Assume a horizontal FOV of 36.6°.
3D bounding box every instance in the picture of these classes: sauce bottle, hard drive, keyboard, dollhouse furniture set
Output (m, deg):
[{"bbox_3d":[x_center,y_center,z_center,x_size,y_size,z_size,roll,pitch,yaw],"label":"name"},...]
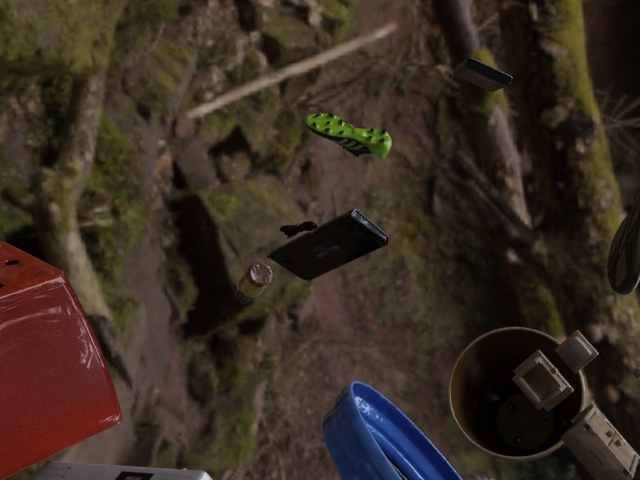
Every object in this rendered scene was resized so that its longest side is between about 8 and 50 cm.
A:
[{"bbox_3d":[-0.111,0.072,1.554,0.128,0.042,0.042,131,-49,-62],"label":"sauce bottle"},{"bbox_3d":[0.320,-0.327,1.923,0.135,0.094,0.022,-135,-111,-86],"label":"hard drive"},{"bbox_3d":[0.000,0.000,1.363,0.180,0.108,0.023,-27,-140,42],"label":"keyboard"},{"bbox_3d":[0.517,0.194,1.412,0.303,0.355,0.174,50,14,15],"label":"dollhouse furniture set"}]

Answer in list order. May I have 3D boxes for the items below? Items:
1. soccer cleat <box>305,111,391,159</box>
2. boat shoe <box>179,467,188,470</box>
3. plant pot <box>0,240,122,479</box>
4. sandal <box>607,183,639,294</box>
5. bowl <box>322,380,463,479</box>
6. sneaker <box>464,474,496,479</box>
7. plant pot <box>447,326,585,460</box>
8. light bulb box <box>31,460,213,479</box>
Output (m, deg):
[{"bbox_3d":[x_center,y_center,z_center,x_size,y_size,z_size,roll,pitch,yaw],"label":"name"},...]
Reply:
[{"bbox_3d":[0.053,-0.204,1.934,0.072,0.179,0.060,100,9,-54],"label":"soccer cleat"},{"bbox_3d":[-0.242,0.559,1.857,0.258,0.084,0.095,53,-5,47],"label":"boat shoe"},{"bbox_3d":[-0.465,0.151,1.336,0.267,0.267,0.235,20,-60,40],"label":"plant pot"},{"bbox_3d":[0.534,-0.039,1.529,0.303,0.086,0.120,-57,171,-31],"label":"sandal"},{"bbox_3d":[0.147,0.382,1.440,0.391,0.077,0.391,48,7,-8],"label":"bowl"},{"bbox_3d":[0.249,0.563,1.729,0.114,0.152,0.305,-7,-126,62],"label":"sneaker"},{"bbox_3d":[0.373,0.310,1.803,0.254,0.237,0.237,54,21,-63],"label":"plant pot"},{"bbox_3d":[-0.287,0.480,1.162,0.358,0.361,0.225,-10,-58,42],"label":"light bulb box"}]
